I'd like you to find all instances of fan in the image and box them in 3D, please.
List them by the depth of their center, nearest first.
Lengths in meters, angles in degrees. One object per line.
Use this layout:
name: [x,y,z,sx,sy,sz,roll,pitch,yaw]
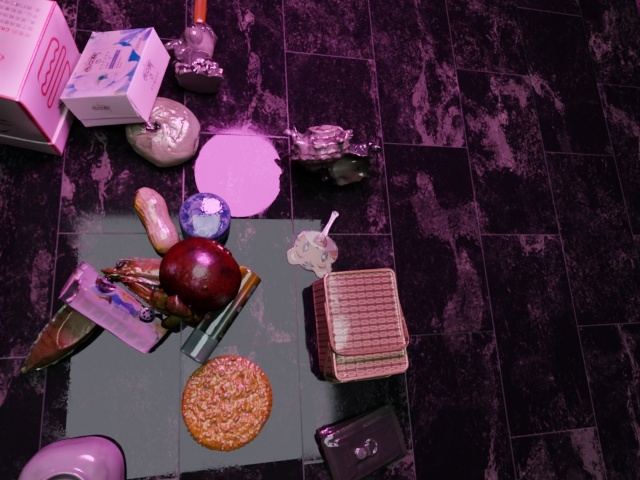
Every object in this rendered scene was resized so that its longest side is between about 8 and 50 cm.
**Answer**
fan: [0.000,0.000,1.398,0.153,0.008,0.226,28,72,-4]

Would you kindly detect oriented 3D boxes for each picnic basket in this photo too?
picnic basket: [0.113,0.248,1.274,0.228,0.175,0.312,-2,77,-15]

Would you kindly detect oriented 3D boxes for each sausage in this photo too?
sausage: [-0.405,-0.781,1.481,0.039,0.041,0.130,2,75,-8]

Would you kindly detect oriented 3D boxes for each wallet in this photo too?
wallet: [0.127,0.587,1.261,0.245,0.052,0.168,-17,84,-19]

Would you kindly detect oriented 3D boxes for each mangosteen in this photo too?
mangosteen: [-0.332,0.116,1.139,0.215,0.215,0.257,39,83,-2]

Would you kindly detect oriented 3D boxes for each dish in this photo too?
dish: [-0.601,0.604,1.041,0.257,0.117,0.256,4,75,-14]

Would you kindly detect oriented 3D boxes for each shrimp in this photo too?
shrimp: [-0.462,0.121,1.229,0.295,0.062,0.153,14,79,-11]

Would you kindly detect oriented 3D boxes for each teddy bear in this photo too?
teddy bear: [-0.407,-0.591,1.383,0.171,0.144,0.250,-14,76,-2]

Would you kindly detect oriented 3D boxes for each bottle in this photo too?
bottle: [-0.278,0.208,1.238,0.082,0.082,0.286,34,71,-4]

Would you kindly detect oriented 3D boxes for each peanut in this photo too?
peanut: [-0.470,-0.059,1.258,0.087,0.087,0.206,-25,84,-18]

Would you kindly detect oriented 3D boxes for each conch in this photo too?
conch: [0.039,-0.284,1.364,0.313,0.241,0.186,20,86,-22]

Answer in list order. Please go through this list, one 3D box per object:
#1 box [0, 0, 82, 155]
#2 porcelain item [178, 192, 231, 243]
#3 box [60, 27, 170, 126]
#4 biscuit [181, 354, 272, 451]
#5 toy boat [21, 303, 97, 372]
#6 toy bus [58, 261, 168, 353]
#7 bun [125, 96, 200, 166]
box: [-0.843,-0.449,1.152,0.315,0.300,0.311,11,73,-10]
porcelain item: [-0.335,-0.058,1.276,0.147,0.114,0.147,4,75,-14]
box: [-0.580,-0.472,1.261,0.203,0.116,0.274,0,62,11]
biscuit: [-0.255,0.445,1.208,0.254,0.035,0.253,4,75,-13]
toy boat: [-0.654,0.232,1.137,0.108,0.099,0.292,48,68,-26]
toy bus: [-0.526,0.175,1.129,0.274,0.090,0.112,46,70,-26]
bun: [-0.468,-0.331,1.315,0.222,0.108,0.221,3,75,-13]
